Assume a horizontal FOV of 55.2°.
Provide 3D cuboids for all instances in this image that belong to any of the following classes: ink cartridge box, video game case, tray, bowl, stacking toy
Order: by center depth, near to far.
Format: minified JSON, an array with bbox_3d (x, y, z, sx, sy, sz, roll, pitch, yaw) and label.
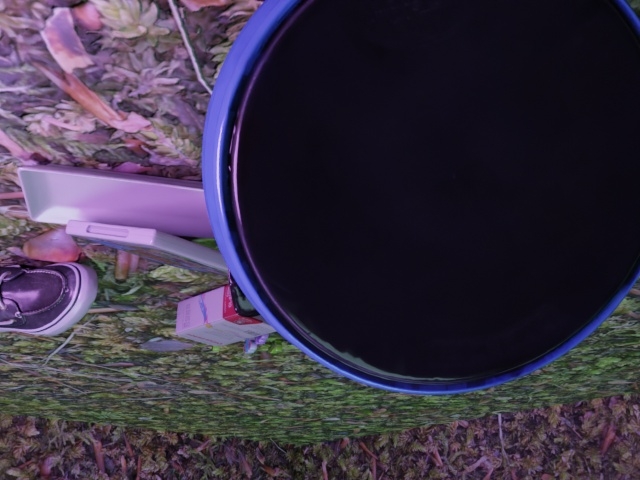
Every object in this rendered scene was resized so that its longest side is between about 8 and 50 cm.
[{"bbox_3d":[0.101,-0.055,0.501,0.391,0.391,0.077,1,-168,-7],"label":"bowl"},{"bbox_3d":[-0.260,-0.056,0.843,0.271,0.030,0.145,6,152,-16],"label":"tray"},{"bbox_3d":[-0.216,0.016,0.870,0.193,0.023,0.212,6,169,37],"label":"video game case"},{"bbox_3d":[-0.184,0.151,1.227,0.175,0.072,0.127,-19,150,31],"label":"ink cartridge box"},{"bbox_3d":[-0.150,0.233,1.427,0.167,0.052,0.221,9,153,-21],"label":"stacking toy"}]

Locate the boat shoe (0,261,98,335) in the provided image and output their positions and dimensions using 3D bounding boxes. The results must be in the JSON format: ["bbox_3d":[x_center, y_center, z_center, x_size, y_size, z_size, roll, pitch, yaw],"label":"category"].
[{"bbox_3d":[-0.529,0.102,1.045,0.335,0.121,0.119,-14,156,27],"label":"boat shoe"}]

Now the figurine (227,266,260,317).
[{"bbox_3d":[-0.005,0.003,0.814,0.210,0.214,0.092,-4,127,1],"label":"figurine"}]
